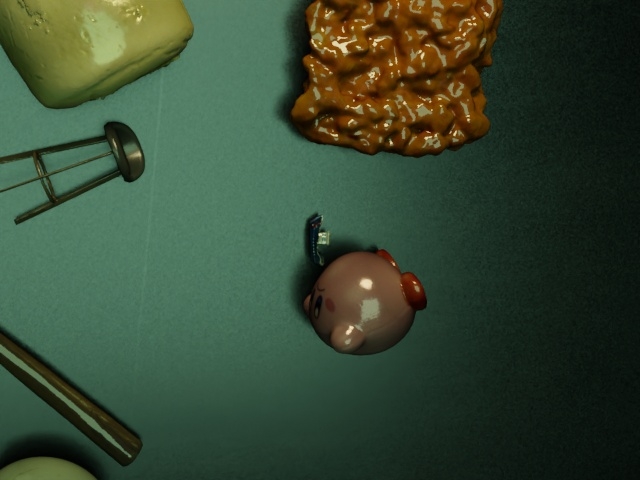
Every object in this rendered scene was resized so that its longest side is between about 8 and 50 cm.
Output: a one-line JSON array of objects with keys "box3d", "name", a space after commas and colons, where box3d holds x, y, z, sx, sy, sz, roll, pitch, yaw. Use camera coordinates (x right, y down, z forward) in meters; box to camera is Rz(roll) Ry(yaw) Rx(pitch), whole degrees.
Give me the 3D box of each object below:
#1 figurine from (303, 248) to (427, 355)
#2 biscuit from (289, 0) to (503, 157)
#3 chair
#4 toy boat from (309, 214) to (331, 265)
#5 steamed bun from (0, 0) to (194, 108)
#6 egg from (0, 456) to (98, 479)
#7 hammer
[{"box3d": [0.063, 0.100, 1.660, 0.173, 0.173, 0.173, -2, 98, -12], "name": "figurine"}, {"box3d": [0.122, -0.284, 1.632, 0.318, 0.110, 0.312, 6, 104, -10], "name": "biscuit"}, {"box3d": [-0.369, -0.106, 1.569, 0.221, 0.095, 0.104, -20, 97, -10], "name": "chair"}, {"box3d": [0.000, 0.000, 1.697, 0.038, 0.038, 0.083, -4, 98, -12], "name": "toy boat"}, {"box3d": [-0.333, -0.320, 1.511, 0.273, 0.166, 0.232, -25, 104, -8], "name": "steamed bun"}, {"box3d": [-0.415, 0.403, 1.602, 0.192, 0.149, 0.149, 14, 94, -16], "name": "egg"}, {"box3d": [-0.451, 0.197, 1.622, 0.440, 0.044, 0.168, 44, 89, -15], "name": "hammer"}]
